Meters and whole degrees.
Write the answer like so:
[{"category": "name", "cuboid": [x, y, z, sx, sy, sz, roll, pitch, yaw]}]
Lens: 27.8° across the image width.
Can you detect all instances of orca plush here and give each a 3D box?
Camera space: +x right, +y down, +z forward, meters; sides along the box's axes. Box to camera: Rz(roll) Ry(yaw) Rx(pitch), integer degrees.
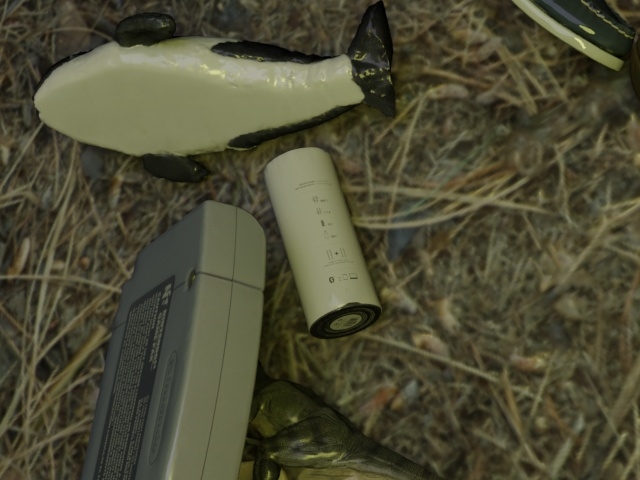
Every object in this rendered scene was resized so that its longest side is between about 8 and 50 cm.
[{"category": "orca plush", "cuboid": [-0.079, -0.142, 1.012, 0.287, 0.151, 0.102, -16, 35, 24]}]

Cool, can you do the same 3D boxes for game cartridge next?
[{"category": "game cartridge", "cuboid": [-0.108, 0.131, 0.882, 0.198, 0.062, 0.297, -25, 50, 56]}]

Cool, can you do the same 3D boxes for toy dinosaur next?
[{"category": "toy dinosaur", "cuboid": [-0.006, 0.162, 0.882, 0.268, 0.064, 0.118, 25, 66, 28]}]

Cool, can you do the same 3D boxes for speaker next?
[{"category": "speaker", "cuboid": [0.000, 0.000, 0.948, 0.055, 0.055, 0.136, -26, 63, 16]}]

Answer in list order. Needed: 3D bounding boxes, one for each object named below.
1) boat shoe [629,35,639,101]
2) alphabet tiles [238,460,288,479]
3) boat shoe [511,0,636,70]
[{"category": "boat shoe", "cuboid": [0.288, -0.060, 0.816, 0.073, 0.080, 0.223, -23, 59, -19]}, {"category": "alphabet tiles", "cuboid": [-0.100, 0.298, 0.911, 0.284, 0.021, 0.278, -9, 69, 23]}, {"category": "boat shoe", "cuboid": [0.152, -0.221, 0.933, 0.079, 0.095, 0.254, -47, 50, 18]}]
